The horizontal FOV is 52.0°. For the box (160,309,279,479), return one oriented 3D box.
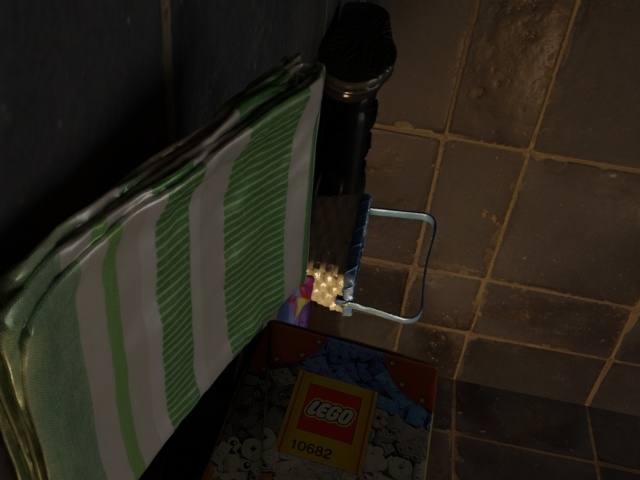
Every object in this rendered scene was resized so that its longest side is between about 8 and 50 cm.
[{"bbox_3d":[-0.089,0.097,0.744,0.232,0.059,0.321,-55,159,-79],"label":"box"}]

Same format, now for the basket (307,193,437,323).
[{"bbox_3d":[0.085,0.028,1.359,0.201,0.289,0.254,84,19,-56],"label":"basket"}]

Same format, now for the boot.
[{"bbox_3d":[0.054,-0.240,1.441,0.367,0.146,0.445,-71,175,-49],"label":"boot"}]

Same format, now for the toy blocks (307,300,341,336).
[{"bbox_3d":[0.010,0.195,1.732,0.381,0.191,0.260,80,10,-75],"label":"toy blocks"}]

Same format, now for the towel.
[{"bbox_3d":[-0.084,0.033,0.461,0.325,0.038,0.247,-52,156,-47],"label":"towel"}]

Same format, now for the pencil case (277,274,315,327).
[{"bbox_3d":[-0.076,0.151,0.942,0.104,0.105,0.236,71,32,-80],"label":"pencil case"}]

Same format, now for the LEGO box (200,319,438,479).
[{"bbox_3d":[-0.046,0.399,0.708,0.372,0.193,0.500,-70,174,-48],"label":"LEGO box"}]
